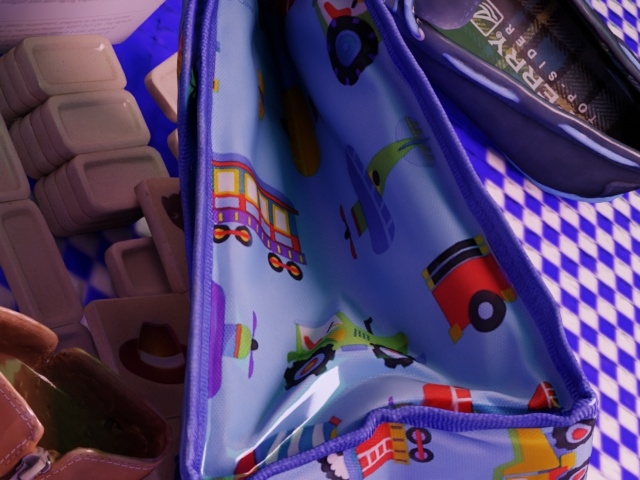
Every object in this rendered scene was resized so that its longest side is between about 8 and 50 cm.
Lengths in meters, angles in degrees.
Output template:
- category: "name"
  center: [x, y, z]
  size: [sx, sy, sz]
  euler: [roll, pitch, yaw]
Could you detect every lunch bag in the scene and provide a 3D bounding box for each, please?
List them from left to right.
- category: "lunch bag"
  center: [0.000, 0.000, 0.761]
  size: [0.138, 0.221, 0.293]
  euler: [-11, 58, -4]

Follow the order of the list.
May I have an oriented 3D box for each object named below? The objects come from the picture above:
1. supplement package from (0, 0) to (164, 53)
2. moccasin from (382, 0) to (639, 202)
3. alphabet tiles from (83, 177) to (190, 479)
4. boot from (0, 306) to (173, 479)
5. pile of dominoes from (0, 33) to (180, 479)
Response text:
- category: "supplement package"
  center: [-0.097, -0.235, 0.872]
  size: [0.175, 0.293, 0.177]
  euler: [-12, 69, -53]
- category: "moccasin"
  center: [0.089, -0.163, 1.135]
  size: [0.342, 0.117, 0.137]
  euler: [38, 75, -16]
- category: "alphabet tiles"
  center: [0.033, 0.124, 0.909]
  size: [0.285, 0.011, 0.342]
  euler: [-4, 67, -50]
- category: "boot"
  center: [-0.161, 0.065, 0.643]
  size: [0.197, 0.152, 0.073]
  euler: [24, 43, -34]
- category: "pile of dominoes"
  center: [-0.076, 0.025, 0.904]
  size: [0.196, 0.040, 0.251]
  euler: [-12, 75, -53]
